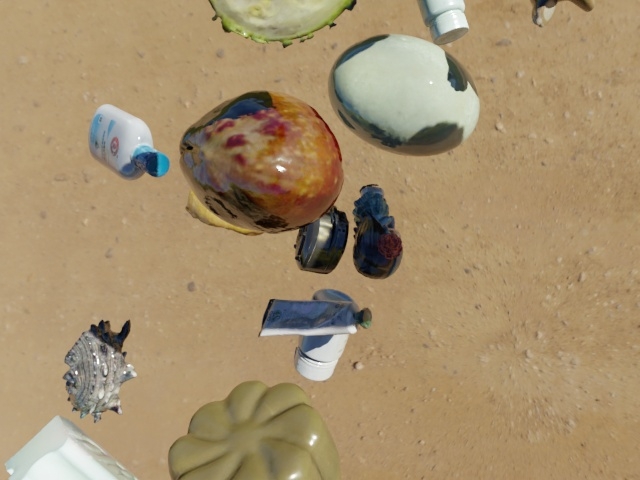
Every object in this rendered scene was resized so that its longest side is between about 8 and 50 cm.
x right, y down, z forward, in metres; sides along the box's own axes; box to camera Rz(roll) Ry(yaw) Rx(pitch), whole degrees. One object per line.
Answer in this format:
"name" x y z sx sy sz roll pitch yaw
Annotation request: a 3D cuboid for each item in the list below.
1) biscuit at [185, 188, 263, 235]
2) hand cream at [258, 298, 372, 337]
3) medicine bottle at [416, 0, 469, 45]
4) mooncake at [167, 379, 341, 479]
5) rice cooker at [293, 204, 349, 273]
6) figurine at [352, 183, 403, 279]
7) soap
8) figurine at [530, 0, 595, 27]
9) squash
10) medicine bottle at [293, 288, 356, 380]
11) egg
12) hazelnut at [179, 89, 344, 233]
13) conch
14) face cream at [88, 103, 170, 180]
"biscuit" -0.263 -0.112 1.683 0.296 0.296 0.102 23 112 22
"hand cream" -0.023 0.202 1.431 0.336 0.076 0.121 -5 47 33
"medicine bottle" 0.132 -0.264 0.603 0.047 0.047 0.083 -18 88 15
"mooncake" -0.148 0.488 1.210 0.378 0.201 0.378 -9 33 6
"rice cooker" 0.000 0.000 1.211 0.106 0.165 0.112 5 37 -11
"figurine" 0.121 -0.027 1.213 0.110 0.138 0.245 0 45 -4
"soap" -0.322 0.383 0.805 0.289 0.173 0.095 36 67 9
"figurine" 0.473 -0.519 0.988 0.173 0.177 0.247 8 60 -23
"squash" -0.056 -0.364 0.575 0.189 0.189 0.260 -23 63 14
"medicine bottle" 0.010 0.277 1.593 0.144 0.144 0.252 27 115 23
"egg" 0.188 -0.326 1.240 0.352 0.258 0.258 14 83 -1
"hazelnut" -0.084 -0.120 0.785 0.234 0.218 0.218 9 81 37
"conch" -0.622 0.361 1.550 0.240 0.186 0.313 -123 42 -60
"face cream" -0.493 -0.238 1.396 0.337 0.080 0.163 30 111 40
